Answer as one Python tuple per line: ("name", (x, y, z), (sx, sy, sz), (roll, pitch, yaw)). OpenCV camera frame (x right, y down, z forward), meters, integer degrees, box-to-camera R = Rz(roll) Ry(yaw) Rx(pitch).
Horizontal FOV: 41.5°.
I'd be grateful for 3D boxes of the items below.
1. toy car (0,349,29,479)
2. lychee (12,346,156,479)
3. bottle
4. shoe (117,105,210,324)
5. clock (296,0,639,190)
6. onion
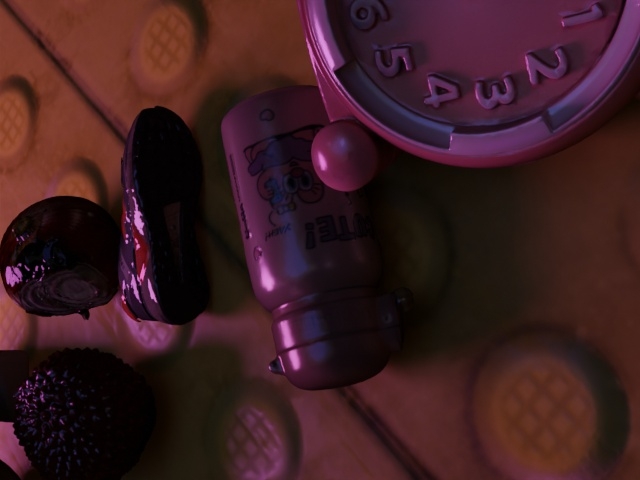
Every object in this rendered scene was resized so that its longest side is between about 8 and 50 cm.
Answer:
("toy car", (-0.357, 0.291, 0.796), (0.242, 0.226, 0.336), (-6, 108, 36))
("lychee", (-0.203, 0.149, 0.728), (0.123, 0.123, 0.129), (6, 125, 37))
("bottle", (0.000, 0.000, 0.607), (0.110, 0.097, 0.209), (-15, 76, 7))
("shoe", (-0.150, -0.019, 0.736), (0.077, 0.074, 0.194), (-15, 79, 40))
("clock", (0.105, -0.160, 0.512), (0.241, 0.142, 0.227), (-7, 106, 28))
("onion", (-0.236, 0.012, 0.778), (0.117, 0.118, 0.118), (-13, 76, 7))
